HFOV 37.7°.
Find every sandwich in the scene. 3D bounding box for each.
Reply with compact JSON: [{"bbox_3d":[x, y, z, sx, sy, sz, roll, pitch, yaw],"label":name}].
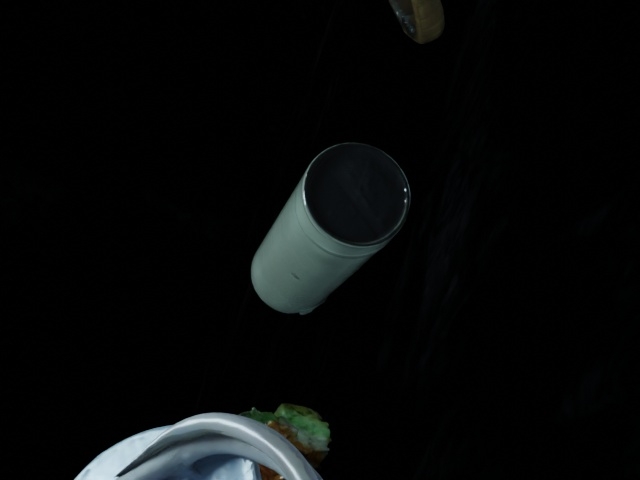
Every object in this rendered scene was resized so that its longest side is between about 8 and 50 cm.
[{"bbox_3d":[-0.054,0.255,0.874,0.185,0.109,0.160,-66,29,28],"label":"sandwich"}]

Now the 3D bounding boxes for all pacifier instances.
[{"bbox_3d":[-0.075,0.279,0.700,0.299,0.244,0.233,50,173,38],"label":"pacifier"}]

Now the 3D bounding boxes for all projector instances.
[{"bbox_3d":[0.000,0.000,1.016,0.337,0.108,0.108,130,156,-71],"label":"projector"}]

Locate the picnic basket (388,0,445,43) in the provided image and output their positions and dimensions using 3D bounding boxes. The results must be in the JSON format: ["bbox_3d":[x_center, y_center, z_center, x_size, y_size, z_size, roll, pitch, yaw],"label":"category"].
[{"bbox_3d":[0.060,-0.354,0.971,0.293,0.337,0.337,-106,34,-65],"label":"picnic basket"}]
